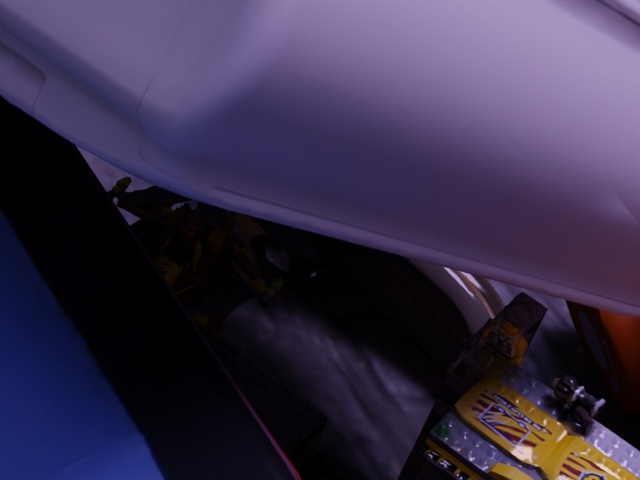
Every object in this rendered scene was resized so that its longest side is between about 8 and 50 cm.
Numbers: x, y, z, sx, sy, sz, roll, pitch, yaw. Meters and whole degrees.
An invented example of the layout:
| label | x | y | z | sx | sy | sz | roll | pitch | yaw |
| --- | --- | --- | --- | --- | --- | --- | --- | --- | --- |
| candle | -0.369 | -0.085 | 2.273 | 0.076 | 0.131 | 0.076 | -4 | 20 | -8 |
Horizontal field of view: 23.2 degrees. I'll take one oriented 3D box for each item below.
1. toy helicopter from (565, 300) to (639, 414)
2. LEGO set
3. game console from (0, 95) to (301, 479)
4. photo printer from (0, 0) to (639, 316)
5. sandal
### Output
| label | x | y | z | sx | sy | sz | roll | pitch | yaw |
| --- | --- | --- | --- | --- | --- | --- | --- | --- | --- |
| toy helicopter | 0.207 | 0.029 | 0.628 | 0.140 | 0.355 | 0.235 | -21 | 60 | -3 |
| LEGO set | -0.016 | 0.092 | 0.552 | 0.331 | 0.192 | 0.255 | 41 | 44 | 23 |
| game console | -0.210 | 0.077 | 0.475 | 0.342 | 0.060 | 0.386 | -30 | 57 | -11 |
| photo printer | -0.001 | -0.078 | 0.515 | 0.256 | 0.107 | 0.307 | 35 | 12 | 38 |
| sandal | 0.000 | 0.000 | 0.769 | 0.060 | 0.090 | 0.219 | -39 | 73 | -23 |
